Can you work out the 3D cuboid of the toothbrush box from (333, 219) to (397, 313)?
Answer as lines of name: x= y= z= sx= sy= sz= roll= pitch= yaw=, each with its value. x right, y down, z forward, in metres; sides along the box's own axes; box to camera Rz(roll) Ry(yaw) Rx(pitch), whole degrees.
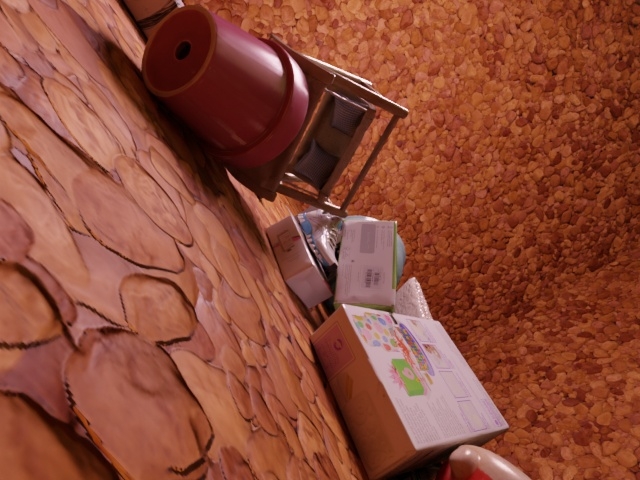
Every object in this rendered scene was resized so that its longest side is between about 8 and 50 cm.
toothbrush box: x=0.108 y=0.117 z=0.930 sx=0.283 sy=0.122 sz=0.206 roll=81 pitch=15 yaw=-54

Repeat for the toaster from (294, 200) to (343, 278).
toaster: x=0.000 y=0.000 z=1.071 sx=0.185 sy=0.168 sz=0.110 roll=63 pitch=4 yaw=39

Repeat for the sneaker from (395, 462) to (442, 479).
sneaker: x=0.169 y=0.396 z=0.815 sx=0.153 sy=0.101 sz=0.268 roll=62 pitch=8 yaw=22

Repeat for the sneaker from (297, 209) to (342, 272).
sneaker: x=0.012 y=-0.014 z=0.854 sx=0.071 sy=0.083 sz=0.190 roll=61 pitch=3 yaw=-42

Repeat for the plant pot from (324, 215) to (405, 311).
plant pot: x=0.104 y=0.102 z=1.221 sx=0.293 sy=0.293 sz=0.196 roll=60 pitch=26 yaw=-29

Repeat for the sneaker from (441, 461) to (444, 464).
sneaker: x=0.205 y=0.436 z=1.000 sx=0.321 sy=0.127 sz=0.126 roll=31 pitch=-12 yaw=34

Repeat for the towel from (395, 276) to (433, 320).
towel: x=0.214 y=0.222 z=1.098 sx=0.049 sy=0.187 sz=0.282 roll=38 pitch=19 yaw=-9

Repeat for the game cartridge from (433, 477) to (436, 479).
game cartridge: x=0.293 y=0.551 z=1.198 sx=0.285 sy=0.053 sz=0.323 roll=42 pitch=15 yaw=-30

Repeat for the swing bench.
swing bench: x=-0.022 y=-0.206 z=0.793 sx=0.255 sy=0.253 sz=0.165 roll=10 pitch=33 yaw=-34

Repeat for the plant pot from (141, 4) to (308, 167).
plant pot: x=-0.146 y=-0.229 z=0.604 sx=0.180 sy=0.201 sz=0.201 roll=20 pitch=38 yaw=-62

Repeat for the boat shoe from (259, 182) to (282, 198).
boat shoe: x=-0.152 y=-0.188 z=1.135 sx=0.079 sy=0.084 sz=0.233 roll=60 pitch=5 yaw=-22

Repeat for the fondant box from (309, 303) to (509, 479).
fondant box: x=0.162 y=0.250 z=0.718 sx=0.330 sy=0.096 sz=0.238 roll=20 pitch=33 yaw=-44

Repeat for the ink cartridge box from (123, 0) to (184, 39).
ink cartridge box: x=-0.295 y=-0.421 z=0.783 sx=0.203 sy=0.086 sz=0.148 roll=61 pitch=2 yaw=-23

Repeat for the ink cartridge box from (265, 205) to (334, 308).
ink cartridge box: x=-0.050 y=0.030 z=0.860 sx=0.115 sy=0.067 sz=0.198 roll=59 pitch=4 yaw=-45

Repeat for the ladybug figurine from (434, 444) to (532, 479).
ladybug figurine: x=0.275 y=0.492 z=0.532 sx=0.449 sy=0.162 sz=0.305 roll=60 pitch=-21 yaw=8
